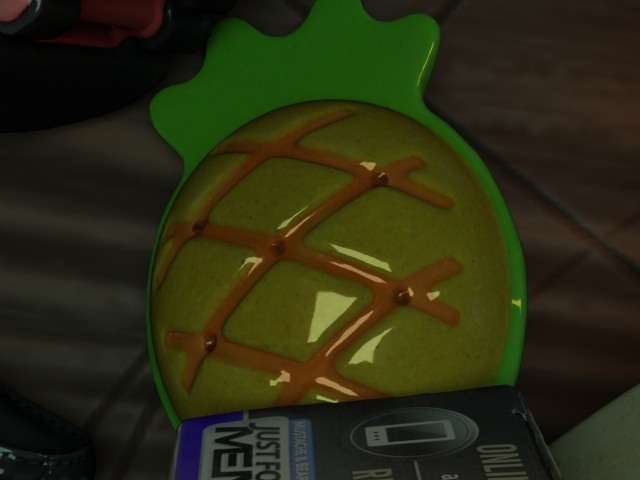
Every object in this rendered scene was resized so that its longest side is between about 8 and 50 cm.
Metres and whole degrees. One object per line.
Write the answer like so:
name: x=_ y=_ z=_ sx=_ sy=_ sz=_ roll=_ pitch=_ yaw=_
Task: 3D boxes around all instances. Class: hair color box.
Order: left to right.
hair color box: x=0.027 y=0.229 z=0.368 sx=0.110 sy=0.185 sz=0.338 roll=-4 pitch=106 yaw=-1

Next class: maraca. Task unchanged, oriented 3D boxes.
maraca: x=0.000 y=0.000 z=0.470 sx=0.127 sy=0.099 sz=0.185 roll=-14 pitch=66 yaw=10

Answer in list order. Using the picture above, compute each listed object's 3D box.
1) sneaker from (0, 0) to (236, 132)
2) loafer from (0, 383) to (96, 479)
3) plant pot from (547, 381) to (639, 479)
sneaker: x=-0.038 y=-0.169 z=0.429 sx=0.314 sy=0.116 sz=0.136 roll=-38 pitch=74 yaw=24
loafer: x=-0.174 y=0.028 z=0.475 sx=0.223 sy=0.076 sz=0.078 roll=24 pitch=95 yaw=4
plant pot: x=0.178 y=0.157 z=0.409 sx=0.257 sy=0.256 sz=0.274 roll=-30 pitch=72 yaw=-2
